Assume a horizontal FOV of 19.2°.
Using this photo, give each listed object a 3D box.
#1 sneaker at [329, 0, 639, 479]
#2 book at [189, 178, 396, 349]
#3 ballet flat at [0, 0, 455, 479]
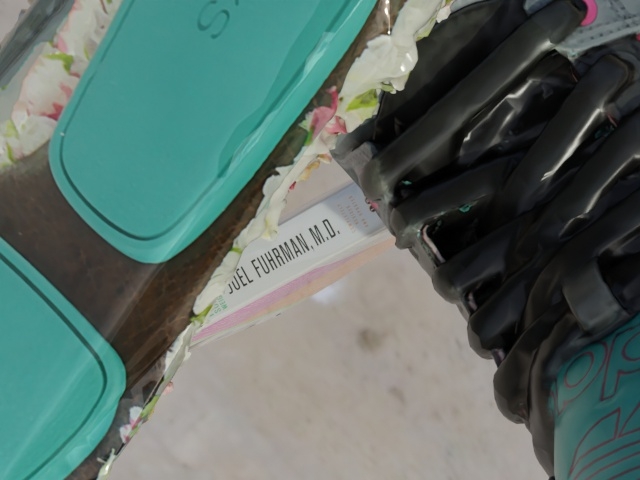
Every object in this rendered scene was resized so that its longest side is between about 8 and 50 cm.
[{"bbox_3d":[0.068,0.015,0.423,0.295,0.178,0.124,39,115,-4],"label":"sneaker"},{"bbox_3d":[0.000,0.000,0.668,0.144,0.096,0.035,-29,89,37],"label":"book"},{"bbox_3d":[-0.048,-0.005,0.412,0.241,0.077,0.091,-44,84,14],"label":"ballet flat"}]
